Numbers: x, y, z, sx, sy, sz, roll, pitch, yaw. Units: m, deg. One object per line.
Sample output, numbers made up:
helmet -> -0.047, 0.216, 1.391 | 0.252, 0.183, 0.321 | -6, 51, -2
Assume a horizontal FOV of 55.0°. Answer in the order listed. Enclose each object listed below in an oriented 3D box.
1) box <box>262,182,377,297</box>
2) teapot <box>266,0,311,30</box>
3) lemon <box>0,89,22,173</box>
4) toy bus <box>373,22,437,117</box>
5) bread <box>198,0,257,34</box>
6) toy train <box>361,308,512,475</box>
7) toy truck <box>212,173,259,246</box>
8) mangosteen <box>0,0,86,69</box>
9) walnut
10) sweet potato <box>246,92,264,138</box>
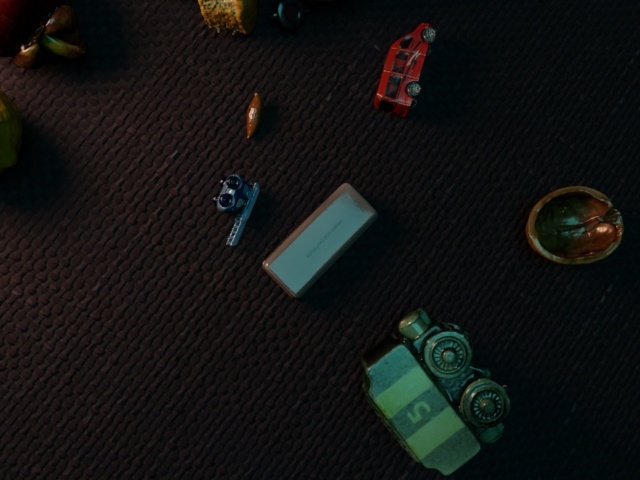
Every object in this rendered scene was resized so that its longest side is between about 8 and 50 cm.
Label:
box -> 0.000, 0.000, 1.240 | 0.103, 0.055, 0.244 | 46, 79, -4
teapot -> -0.065, -0.470, 1.276 | 0.100, 0.045, 0.068 | -19, 112, -28
lemon -> -0.634, -0.202, 1.076 | 0.231, 0.192, 0.192 | 40, 80, -11
toy bus -> 0.179, -0.364, 1.293 | 0.089, 0.081, 0.195 | 17, 83, 1
bread -> -0.179, -0.534, 1.196 | 0.121, 0.174, 0.246 | 1, 77, -5
toy train -> 0.222, 0.292, 1.208 | 0.238, 0.167, 0.299 | -36, 91, -1
toy truck -> -0.177, -0.062, 1.215 | 0.074, 0.063, 0.136 | 26, 84, -27
mangosteen -> -0.540, -0.415, 1.113 | 0.257, 0.215, 0.215 | 37, 79, -26
walnut -> 0.529, -0.026, 1.319 | 0.211, 0.087, 0.167 | -9, 80, -6
sweet potato -> -0.134, -0.252, 1.251 | 0.034, 0.034, 0.095 | 13, 94, -9
